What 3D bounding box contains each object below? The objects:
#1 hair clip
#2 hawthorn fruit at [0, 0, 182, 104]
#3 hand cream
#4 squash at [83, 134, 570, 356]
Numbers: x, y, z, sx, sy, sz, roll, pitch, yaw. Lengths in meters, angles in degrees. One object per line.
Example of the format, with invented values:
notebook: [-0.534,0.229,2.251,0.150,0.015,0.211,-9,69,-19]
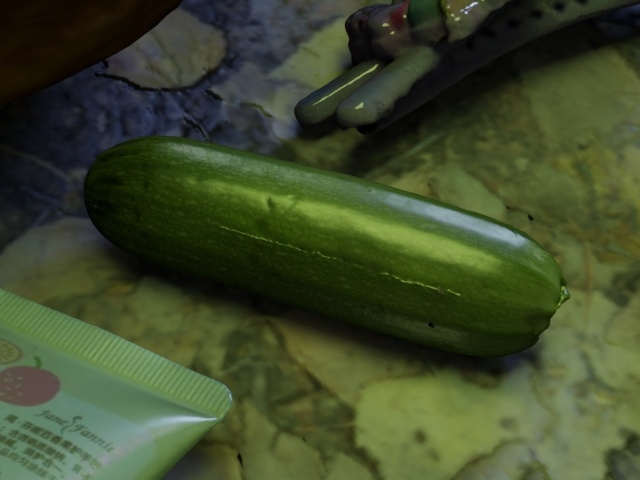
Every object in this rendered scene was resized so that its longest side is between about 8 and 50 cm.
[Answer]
hair clip: [0.105,-0.138,0.785,0.278,0.090,0.137,-22,19,-24]
hawthorn fruit: [-0.188,-0.268,0.647,0.471,0.472,0.472,1,48,-2]
hand cream: [-0.171,0.132,0.528,0.147,0.093,0.306,20,49,21]
squash: [0.000,0.000,0.668,0.238,0.069,0.069,16,50,11]
